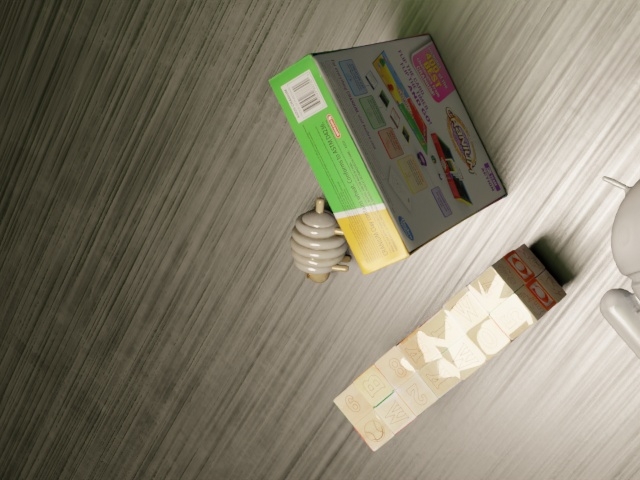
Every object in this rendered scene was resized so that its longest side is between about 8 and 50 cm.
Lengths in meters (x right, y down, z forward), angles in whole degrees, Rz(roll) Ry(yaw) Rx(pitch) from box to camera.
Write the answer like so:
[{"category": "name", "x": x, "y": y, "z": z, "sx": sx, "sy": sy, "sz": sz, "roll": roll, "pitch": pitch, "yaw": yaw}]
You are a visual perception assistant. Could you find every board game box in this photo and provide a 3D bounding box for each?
[{"category": "board game box", "x": 0.094, "y": -0.116, "z": 1.252, "sx": 0.064, "sy": 0.316, "sz": 0.242, "roll": -26, "pitch": 89, "yaw": 32}]

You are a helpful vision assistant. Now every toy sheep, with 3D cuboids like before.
[{"category": "toy sheep", "x": 0.000, "y": 0.000, "z": 1.473, "sx": 0.091, "sy": 0.091, "sz": 0.132, "roll": 15, "pitch": 116, "yaw": 25}]

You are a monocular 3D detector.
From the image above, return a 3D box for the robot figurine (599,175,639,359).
[{"category": "robot figurine", "x": 0.459, "y": 0.044, "z": 1.157, "sx": 0.300, "sy": 0.199, "sz": 0.353, "roll": -36, "pitch": 85, "yaw": 27}]

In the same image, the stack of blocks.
[{"category": "stack of blocks", "x": 0.172, "y": 0.132, "z": 1.360, "sx": 0.087, "sy": 0.171, "sz": 0.297, "roll": 50, "pitch": 120, "yaw": 8}]
